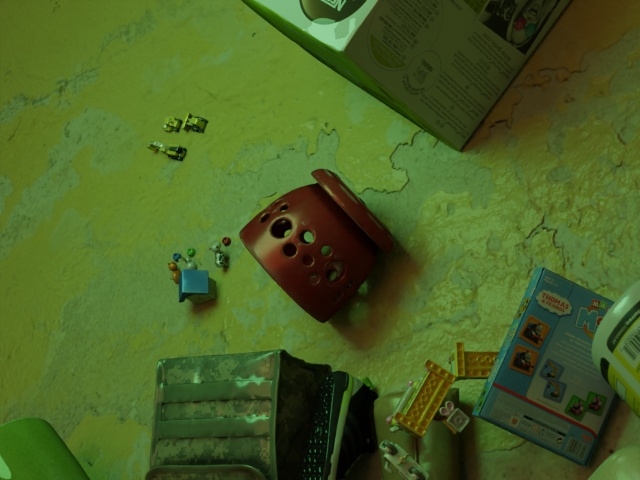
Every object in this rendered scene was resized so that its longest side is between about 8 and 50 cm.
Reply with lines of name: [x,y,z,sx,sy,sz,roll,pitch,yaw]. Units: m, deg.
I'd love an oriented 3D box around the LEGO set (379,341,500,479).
LEGO set: [0.186,0.206,1.817,0.287,0.107,0.132,-35,85,-17]

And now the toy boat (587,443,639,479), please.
toy boat: [0.388,0.413,1.571,0.268,0.148,0.318,-64,27,29]

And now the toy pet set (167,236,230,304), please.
toy pet set: [-0.216,0.047,2.250,0.122,0.065,0.114,-19,59,29]

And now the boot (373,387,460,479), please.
boot: [0.177,0.321,1.821,0.236,0.089,0.270,-14,58,24]

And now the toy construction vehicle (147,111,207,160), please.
toy construction vehicle: [-0.258,-0.190,2.412,0.098,0.035,0.086,16,79,40]

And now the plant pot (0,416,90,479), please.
plant pot: [-0.429,0.473,2.108,0.293,0.275,0.275,38,94,24]

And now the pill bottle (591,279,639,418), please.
pill bottle: [0.486,0.195,1.584,0.188,0.188,0.334,-46,51,10]

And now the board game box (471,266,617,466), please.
board game box: [0.312,0.163,1.760,0.212,0.160,0.039,-65,6,-6]

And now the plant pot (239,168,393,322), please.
plant pot: [0.000,0.000,2.038,0.174,0.191,0.191,-44,50,1]

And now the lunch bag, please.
lunch bag: [-0.125,0.317,1.995,0.235,0.169,0.287,-7,72,33]

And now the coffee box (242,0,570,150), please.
coffee box: [0.114,-0.398,2.034,0.337,0.338,0.334,39,94,41]

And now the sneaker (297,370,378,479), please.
sneaker: [0.037,0.294,1.922,0.084,0.097,0.235,-33,39,55]
